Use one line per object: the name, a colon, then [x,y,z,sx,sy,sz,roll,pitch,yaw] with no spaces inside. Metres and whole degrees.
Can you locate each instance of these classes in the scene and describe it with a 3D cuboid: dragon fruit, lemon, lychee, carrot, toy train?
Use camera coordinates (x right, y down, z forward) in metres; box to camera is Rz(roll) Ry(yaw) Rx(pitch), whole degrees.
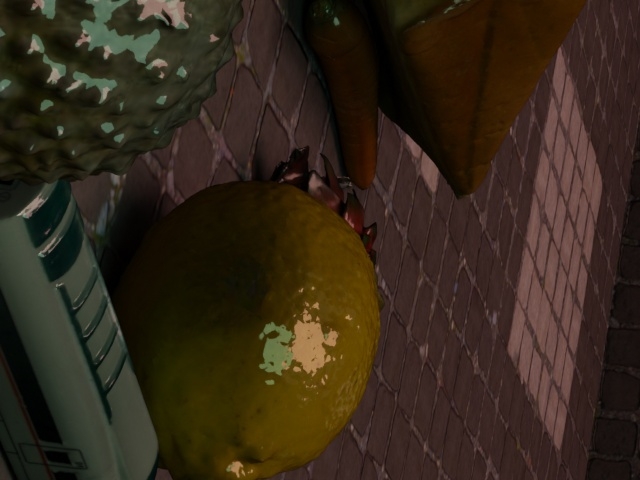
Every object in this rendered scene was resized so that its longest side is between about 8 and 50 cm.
dragon fruit: [-0.006,0.001,1.738,0.130,0.121,0.142,120,-34,-47]
lemon: [-0.057,0.068,1.460,0.204,0.204,0.260,65,34,-56]
lychee: [-0.159,-0.154,1.065,0.274,0.255,0.255,-16,113,-37]
carrot: [0.031,-0.150,1.909,0.271,0.062,0.066,73,-5,-56]
toy train: [-0.166,0.100,1.314,0.407,0.088,0.086,77,24,-44]

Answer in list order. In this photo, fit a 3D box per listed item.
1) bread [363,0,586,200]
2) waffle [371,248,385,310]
bread: [0.157,-0.227,1.916,0.361,0.245,0.233,68,0,-59]
waffle: [0.006,0.085,1.885,0.208,0.054,0.214,72,34,-57]
